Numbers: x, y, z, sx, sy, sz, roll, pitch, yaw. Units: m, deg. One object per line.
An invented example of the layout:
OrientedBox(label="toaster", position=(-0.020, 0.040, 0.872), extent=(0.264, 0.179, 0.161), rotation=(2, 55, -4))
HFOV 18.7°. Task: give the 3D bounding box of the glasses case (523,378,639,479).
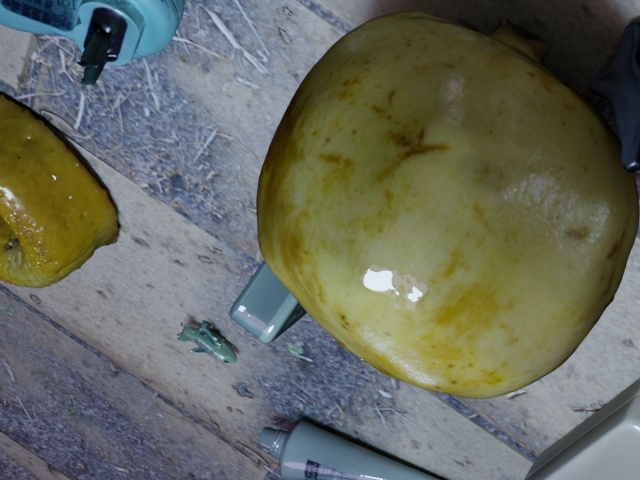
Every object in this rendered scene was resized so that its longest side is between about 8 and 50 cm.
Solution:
OrientedBox(label="glasses case", position=(0.328, 0.252, 2.068), extent=(0.144, 0.076, 0.336), rotation=(36, 152, -1))

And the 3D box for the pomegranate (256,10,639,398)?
OrientedBox(label="pomegranate", position=(0.108, -0.033, 1.631), extent=(0.332, 0.332, 0.332), rotation=(26, 151, 16))

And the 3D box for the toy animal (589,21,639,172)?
OrientedBox(label="toy animal", position=(0.322, -0.084, 1.583), extent=(0.117, 0.121, 0.210), rotation=(-42, 128, 17))

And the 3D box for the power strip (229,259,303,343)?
OrientedBox(label="power strip", position=(0.001, 0.000, 1.916), extent=(0.059, 0.194, 0.265), rotation=(35, -171, 4))

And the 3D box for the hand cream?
OrientedBox(label="hand cream", position=(0.080, 0.303, 2.441), extent=(0.340, 0.078, 0.124), rotation=(19, 148, 12))

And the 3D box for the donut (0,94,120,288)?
OrientedBox(label="donut", position=(-0.380, -0.052, 2.317), extent=(0.277, 0.108, 0.277), rotation=(26, 151, 16))

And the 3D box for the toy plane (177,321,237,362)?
OrientedBox(label="toy plane", position=(-0.138, 0.126, 2.417), extent=(0.083, 0.033, 0.080), rotation=(27, 151, -1))

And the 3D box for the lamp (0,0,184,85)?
OrientedBox(label="lamp", position=(-0.258, -0.268, 1.812), extent=(0.284, 0.147, 0.209), rotation=(41, 154, 6))
